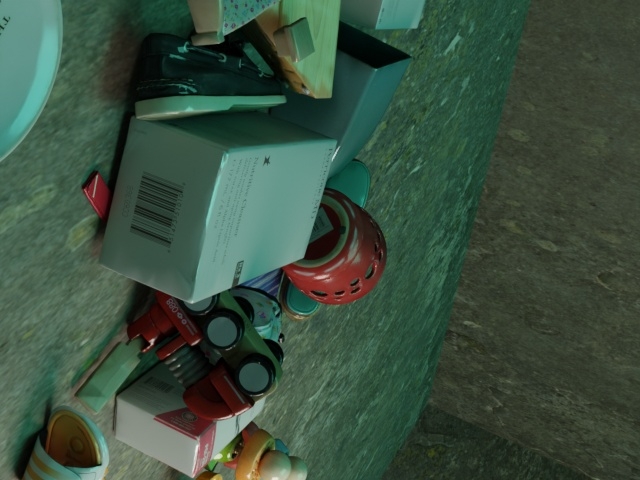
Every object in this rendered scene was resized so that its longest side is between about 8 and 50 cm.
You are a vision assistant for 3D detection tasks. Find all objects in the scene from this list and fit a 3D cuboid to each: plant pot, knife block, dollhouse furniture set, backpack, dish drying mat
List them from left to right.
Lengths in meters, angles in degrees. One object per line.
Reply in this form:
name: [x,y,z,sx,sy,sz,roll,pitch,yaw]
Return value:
dish drying mat: [-0.279,-0.055,1.167,0.032,0.008,0.083,-61,160,-23]
backpack: [-0.136,0.144,1.498,0.182,0.151,0.115,-85,179,-68]
dollhouse furniture set: [-0.076,-0.325,0.990,0.303,0.173,0.356,-46,130,-45]
knife block: [-0.015,-0.367,1.247,0.242,0.088,0.276,-47,124,-9]
plant pot: [0.011,0.009,1.638,0.191,0.191,0.174,-66,160,-6]
plant pot: [0.014,-0.228,1.545,0.165,0.165,0.234,-33,149,-59]

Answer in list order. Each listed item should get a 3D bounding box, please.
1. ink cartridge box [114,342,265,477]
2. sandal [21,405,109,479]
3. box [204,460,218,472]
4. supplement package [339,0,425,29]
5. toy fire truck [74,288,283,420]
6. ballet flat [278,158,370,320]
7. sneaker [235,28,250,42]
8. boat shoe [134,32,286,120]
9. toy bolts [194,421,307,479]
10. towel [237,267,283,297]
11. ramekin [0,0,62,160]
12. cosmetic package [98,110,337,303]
ink cartridge box: [-0.204,0.262,1.483,0.218,0.158,0.092,-39,145,-54]
sandal: [-0.362,0.354,1.247,0.076,0.102,0.265,-31,141,-64]
box: [-0.221,0.342,1.682,0.087,0.058,0.232,-58,159,-25]
supplement package: [0.087,-0.458,1.494,0.203,0.149,0.194,-27,136,-62]
toy fire truck: [-0.207,0.182,1.337,0.246,0.217,0.158,-34,-176,9]
ballet flat: [0.000,0.000,1.822,0.124,0.116,0.343,150,-40,-74]
sneaker: [-0.068,-0.350,1.339,0.167,0.065,0.076,-59,168,-12]
boat shoe: [-0.141,-0.222,1.201,0.340,0.127,0.113,-23,107,-64]
toy bolts: [-0.126,0.444,1.714,0.218,0.158,0.228,-68,162,4]
towel: [-0.129,0.082,1.696,0.243,0.040,0.336,-32,141,-63]
ramekin: [-0.326,-0.165,0.737,0.273,0.127,0.273,-53,155,-37]
cosmetic package: [-0.132,-0.064,1.321,0.385,0.156,0.217,-22,130,-65]
